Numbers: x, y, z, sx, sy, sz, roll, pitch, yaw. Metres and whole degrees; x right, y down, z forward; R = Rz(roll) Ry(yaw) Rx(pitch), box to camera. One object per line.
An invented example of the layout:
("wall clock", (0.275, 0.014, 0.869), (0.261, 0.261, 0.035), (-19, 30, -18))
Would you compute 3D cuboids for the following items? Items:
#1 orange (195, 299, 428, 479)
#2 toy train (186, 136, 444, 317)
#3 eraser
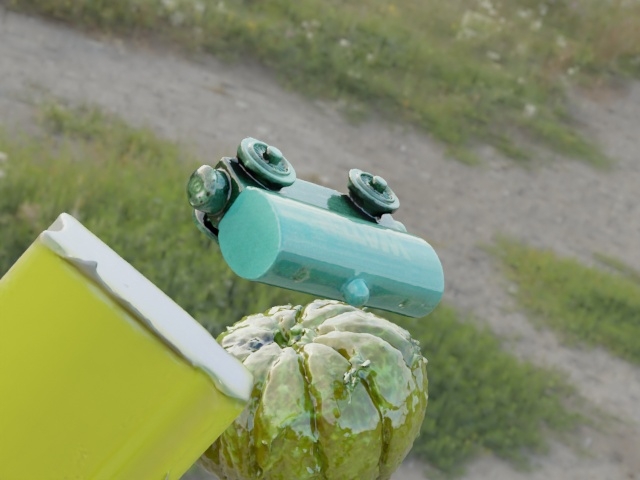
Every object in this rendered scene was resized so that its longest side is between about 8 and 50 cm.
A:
("orange", (-0.024, 0.202, 1.672), (0.301, 0.223, 0.300), (-2, 19, 14))
("toy train", (0.000, 0.000, 1.210), (0.248, 0.101, 0.159), (15, 30, -43))
("eraser", (-0.166, 0.113, 0.847), (0.158, 0.226, 0.069), (41, 13, -5))
